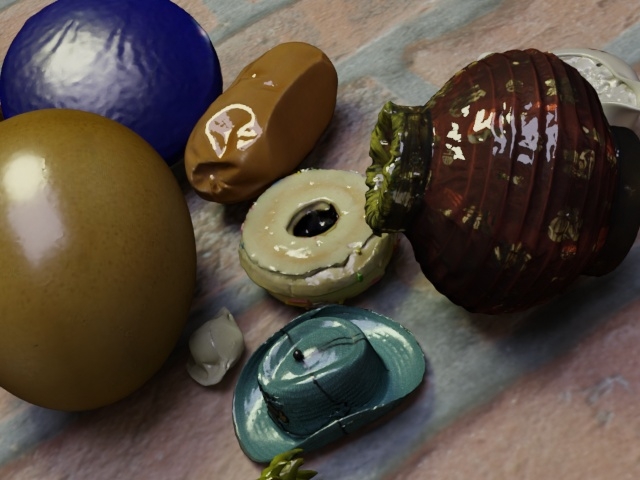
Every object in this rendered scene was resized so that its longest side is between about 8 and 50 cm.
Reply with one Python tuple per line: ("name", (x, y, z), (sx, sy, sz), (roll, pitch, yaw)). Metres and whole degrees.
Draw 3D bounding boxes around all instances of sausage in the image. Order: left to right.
("sausage", (-0.064, -0.140, 0.997), (0.136, 0.120, 0.241), (-1, 41, 39))

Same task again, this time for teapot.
("teapot", (0.254, -0.146, 0.902), (0.145, 0.092, 0.226), (-41, 46, -22))

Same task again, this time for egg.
("egg", (-0.247, 0.015, 0.835), (0.250, 0.250, 0.322), (-23, 50, 0))

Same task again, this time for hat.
("hat", (-0.002, 0.117, 0.764), (0.191, 0.078, 0.138), (-31, 43, -8))

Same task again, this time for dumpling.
("dumpling", (-0.104, 0.108, 0.845), (0.052, 0.057, 0.076), (-11, 62, -40))

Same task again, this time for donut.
("donut", (0.000, 0.000, 0.884), (0.175, 0.068, 0.174), (-10, 45, 10))

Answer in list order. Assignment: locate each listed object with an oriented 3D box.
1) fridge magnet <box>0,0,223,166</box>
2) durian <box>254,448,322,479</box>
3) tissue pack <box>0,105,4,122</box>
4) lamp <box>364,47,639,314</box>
("fridge magnet", (-0.252, -0.188, 1.034), (0.266, 0.112, 0.265), (1, 69, -2))
("durian", (-0.107, 0.287, 0.573), (0.169, 0.157, 0.355), (9, 51, 49))
("tissue pack", (-0.484, -0.035, 1.025), (0.275, 0.194, 0.145), (-15, 41, 7))
("lamp", (0.154, -0.052, 0.753), (0.247, 0.247, 0.247), (-11, 45, 12))
